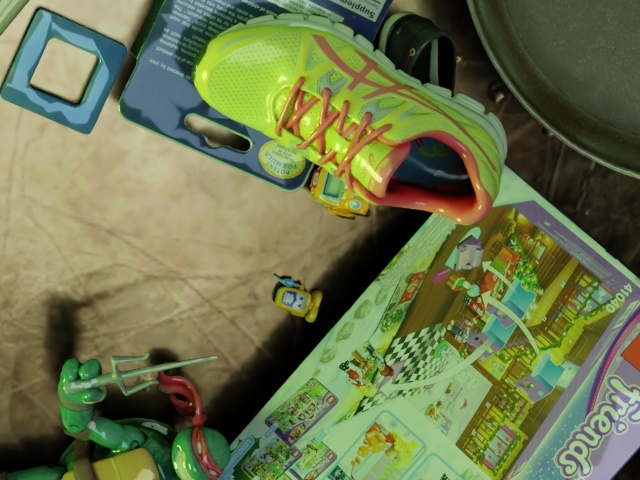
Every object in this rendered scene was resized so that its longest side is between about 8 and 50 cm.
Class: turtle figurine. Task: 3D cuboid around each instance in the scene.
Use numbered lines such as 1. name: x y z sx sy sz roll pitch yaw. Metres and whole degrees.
1. turtle figurine: -0.141 0.167 0.999 0.234 0.118 0.175 -25 84 9

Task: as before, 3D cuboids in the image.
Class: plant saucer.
1. plant saucer: 0.239 -0.187 0.996 0.311 0.050 0.310 0 89 -2

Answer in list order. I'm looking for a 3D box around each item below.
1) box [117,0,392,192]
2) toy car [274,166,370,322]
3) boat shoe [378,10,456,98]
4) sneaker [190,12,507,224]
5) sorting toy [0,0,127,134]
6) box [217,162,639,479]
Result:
1. box: -0.026 -0.156 0.981 0.136 0.036 0.225 24 98 -19
2. toy car: 0.000 0.000 1.020 0.041 0.060 0.122 17 101 -15
3. boat shoe: 0.062 -0.081 1.009 0.049 0.042 0.133 -21 128 -29
4. sneaker: 0.022 -0.069 0.936 0.209 0.094 0.081 18 123 -11
5. sorting toy: -0.278 -0.155 0.912 0.348 0.047 0.196 39 93 -20
6. box: 0.092 0.116 1.026 0.201 0.057 0.293 42 93 14
